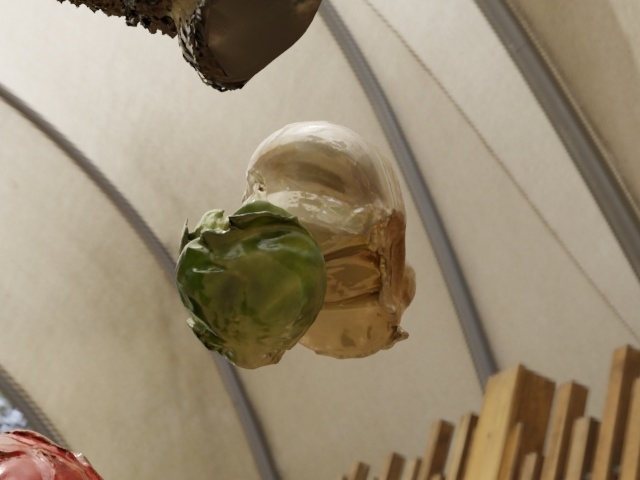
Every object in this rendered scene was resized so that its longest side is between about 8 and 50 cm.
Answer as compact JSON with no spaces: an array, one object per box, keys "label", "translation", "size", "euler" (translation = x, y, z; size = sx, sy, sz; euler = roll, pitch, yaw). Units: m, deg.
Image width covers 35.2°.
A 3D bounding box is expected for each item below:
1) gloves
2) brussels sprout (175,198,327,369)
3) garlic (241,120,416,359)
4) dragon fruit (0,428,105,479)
[{"label":"gloves","translation":[-0.124,-0.240,0.752],"size":[0.312,0.135,0.210],"euler":[39,-44,24]},{"label":"brussels sprout","translation":[-0.064,0.045,0.930],"size":[0.139,0.100,0.180],"euler":[0,-69,6]},{"label":"garlic","translation":[0.002,-0.015,1.137],"size":[0.203,0.184,0.281],"euler":[0,-43,18]},{"label":"dragon fruit","translation":[-0.328,0.310,1.049],"size":[0.241,0.240,0.252],"euler":[26,6,-10]}]
